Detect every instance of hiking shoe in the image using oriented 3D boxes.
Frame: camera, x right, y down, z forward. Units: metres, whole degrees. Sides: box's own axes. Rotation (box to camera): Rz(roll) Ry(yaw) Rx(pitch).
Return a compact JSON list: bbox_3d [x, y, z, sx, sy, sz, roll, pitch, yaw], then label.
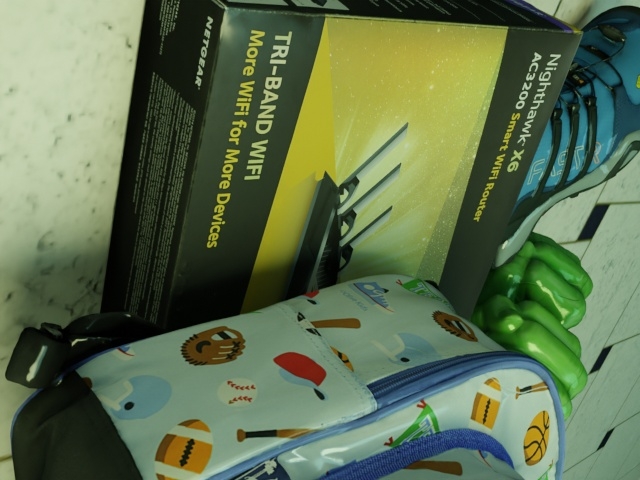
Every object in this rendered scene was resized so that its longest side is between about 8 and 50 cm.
[{"bbox_3d":[0.182,-0.095,0.706,0.304,0.113,0.132,-47,148,-14],"label":"hiking shoe"}]

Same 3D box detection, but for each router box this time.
[{"bbox_3d":[0.000,0.000,0.535,0.242,0.081,0.309,-8,126,-35],"label":"router box"}]

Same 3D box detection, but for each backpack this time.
[{"bbox_3d":[0.007,0.146,0.449,0.263,0.213,0.277,-25,134,-32],"label":"backpack"}]

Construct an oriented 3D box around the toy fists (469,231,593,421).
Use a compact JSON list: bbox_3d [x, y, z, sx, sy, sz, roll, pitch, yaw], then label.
[{"bbox_3d":[0.151,0.082,0.741,0.142,0.096,0.279,-34,-168,32],"label":"toy fists"}]
